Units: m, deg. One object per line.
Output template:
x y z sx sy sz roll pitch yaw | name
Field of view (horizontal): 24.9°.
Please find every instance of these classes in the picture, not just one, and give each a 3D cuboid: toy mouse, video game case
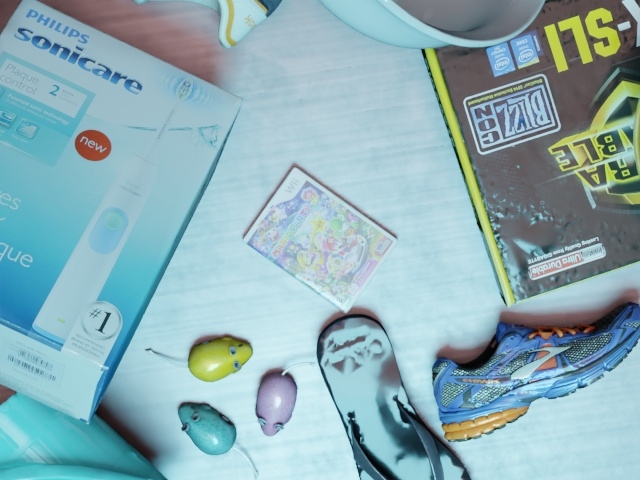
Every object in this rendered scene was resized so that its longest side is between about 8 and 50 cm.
-0.078 0.163 1.377 0.161 0.031 0.143 -9 97 3 | toy mouse
0.000 0.000 1.373 0.122 0.011 0.087 35 95 -4 | video game case

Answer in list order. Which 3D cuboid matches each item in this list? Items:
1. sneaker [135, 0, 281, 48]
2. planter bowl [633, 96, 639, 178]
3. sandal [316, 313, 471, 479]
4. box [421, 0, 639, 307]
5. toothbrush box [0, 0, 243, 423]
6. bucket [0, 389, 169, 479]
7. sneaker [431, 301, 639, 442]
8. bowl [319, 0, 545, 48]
-0.173 -0.293 1.282 0.321 0.126 0.127 33 90 -5 | sneaker
0.369 -0.093 1.252 0.217 0.090 0.217 0 97 0 | planter bowl
0.068 0.193 1.373 0.097 0.054 0.255 -30 96 3 | sandal
0.281 -0.112 1.333 0.321 0.079 0.257 -18 94 1 | box
-0.225 -0.030 1.238 0.216 0.126 0.296 26 57 -3 | toothbrush box
-0.273 0.259 1.278 0.281 0.281 0.183 -42 92 4 | bucket
0.202 0.109 1.355 0.221 0.083 0.087 -26 88 -1 | sneaker
0.055 -0.285 1.251 0.134 0.298 0.298 -22 98 46 | bowl
